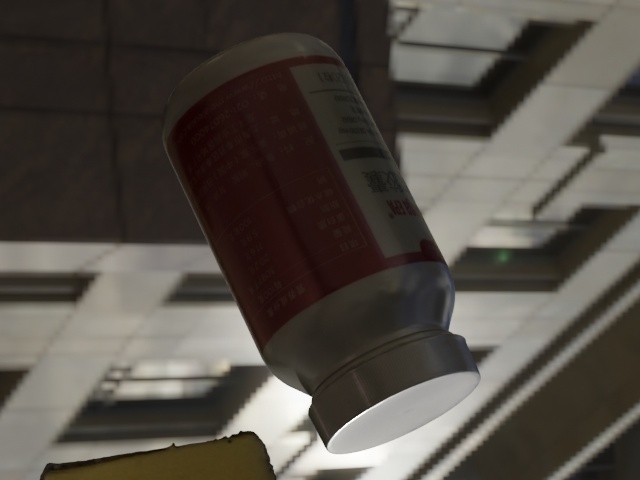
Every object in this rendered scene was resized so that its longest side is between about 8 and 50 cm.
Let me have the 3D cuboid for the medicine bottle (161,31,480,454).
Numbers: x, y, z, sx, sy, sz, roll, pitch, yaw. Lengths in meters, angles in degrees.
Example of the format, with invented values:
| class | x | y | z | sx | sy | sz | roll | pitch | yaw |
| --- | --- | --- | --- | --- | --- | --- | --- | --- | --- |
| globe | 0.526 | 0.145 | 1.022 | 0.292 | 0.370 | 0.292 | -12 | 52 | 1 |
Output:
| class | x | y | z | sx | sy | sz | roll | pitch | yaw |
| --- | --- | --- | --- | --- | --- | --- | --- | --- | --- |
| medicine bottle | 0.000 | 0.000 | 1.214 | 0.131 | 0.131 | 0.250 | -48 | -119 | 45 |

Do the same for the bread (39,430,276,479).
| class | x | y | z | sx | sy | sz | roll | pitch | yaw |
| --- | --- | --- | --- | --- | --- | --- | --- | --- | --- |
| bread | -0.126 | 0.240 | 1.516 | 0.135 | 0.178 | 0.240 | -55 | -150 | 23 |
